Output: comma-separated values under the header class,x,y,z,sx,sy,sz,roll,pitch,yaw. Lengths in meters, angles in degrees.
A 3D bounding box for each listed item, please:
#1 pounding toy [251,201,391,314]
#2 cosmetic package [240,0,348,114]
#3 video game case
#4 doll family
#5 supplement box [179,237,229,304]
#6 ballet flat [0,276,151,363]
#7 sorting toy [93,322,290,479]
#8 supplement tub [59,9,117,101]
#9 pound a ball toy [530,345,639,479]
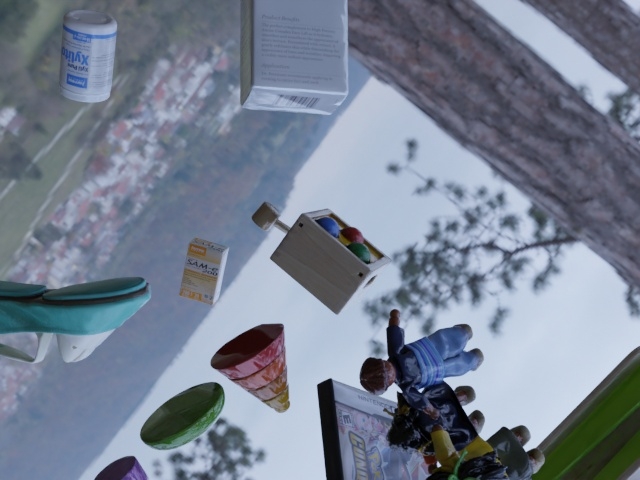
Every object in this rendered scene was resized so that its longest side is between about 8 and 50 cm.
class,x,y,z,sx,sy,sz,roll,pitch,yaw
pounding toy,-0.002,-0.005,1.318,0.094,0.206,0.181,-53,169,15
cosmetic package,-0.033,-0.272,1.052,0.085,0.117,0.231,149,-58,-72
video game case,0.102,0.370,1.388,0.035,0.248,0.275,-32,-131,32
doll family,0.091,0.142,0.645,0.111,0.193,0.076,-12,150,-36
supplement box,-0.195,0.052,1.502,0.036,0.062,0.098,-55,159,-70
ballet flat,-0.278,0.084,0.932,0.083,0.247,0.087,-30,117,-67
sorting toy,-0.148,0.264,1.238,0.127,0.126,0.365,-12,-157,44
supplement tub,-0.310,-0.246,1.195,0.071,0.071,0.107,-58,163,-61
pound a ball toy,0.391,0.325,1.144,0.319,0.135,0.208,-52,-143,18
